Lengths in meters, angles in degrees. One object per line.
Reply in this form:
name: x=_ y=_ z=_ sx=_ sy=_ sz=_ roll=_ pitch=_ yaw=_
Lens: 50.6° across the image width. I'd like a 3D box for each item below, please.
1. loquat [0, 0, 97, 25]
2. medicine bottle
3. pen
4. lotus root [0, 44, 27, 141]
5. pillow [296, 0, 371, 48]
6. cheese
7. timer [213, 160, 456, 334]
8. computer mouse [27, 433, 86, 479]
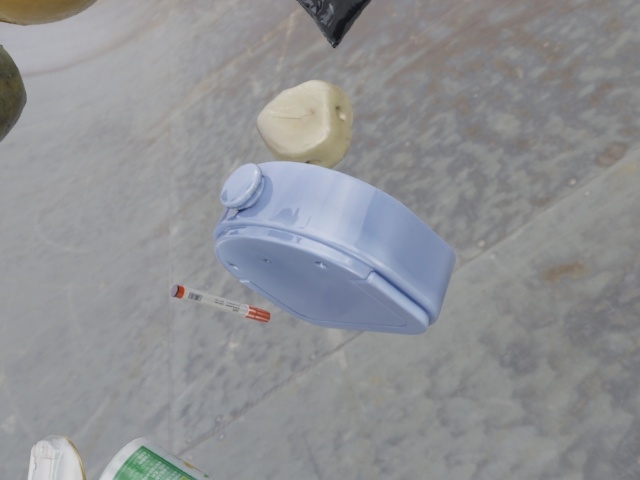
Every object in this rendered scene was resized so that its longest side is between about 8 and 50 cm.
loquat: x=-0.343 y=-0.361 z=0.725 sx=0.274 sy=0.275 sz=0.275 roll=-28 pitch=35 yaw=21
medicine bottle: x=-0.185 y=0.406 z=0.976 sx=0.274 sy=0.133 sz=0.133 roll=26 pitch=66 yaw=18
pen: x=-0.189 y=0.125 z=1.320 sx=0.028 sy=0.239 sz=0.028 roll=-19 pitch=61 yaw=38
lotus root: x=-0.742 y=-0.244 z=1.306 sx=0.250 sy=0.250 sz=0.346 roll=-22 pitch=28 yaw=28
pillow: x=-0.010 y=-0.416 z=1.040 sx=0.055 sy=0.208 sz=0.141 roll=-43 pitch=-1 yaw=-44
cheese: x=-0.029 y=-0.254 z=1.489 sx=0.235 sy=0.117 sz=0.218 roll=32 pitch=82 yaw=34
timer: x=0.000 y=0.000 z=1.113 sx=0.394 sy=0.395 sz=0.173 roll=1 pitch=59 yaw=47
computer mouse: x=-0.248 y=0.283 z=0.628 sx=0.102 sy=0.044 sz=0.199 roll=-20 pitch=65 yaw=50
